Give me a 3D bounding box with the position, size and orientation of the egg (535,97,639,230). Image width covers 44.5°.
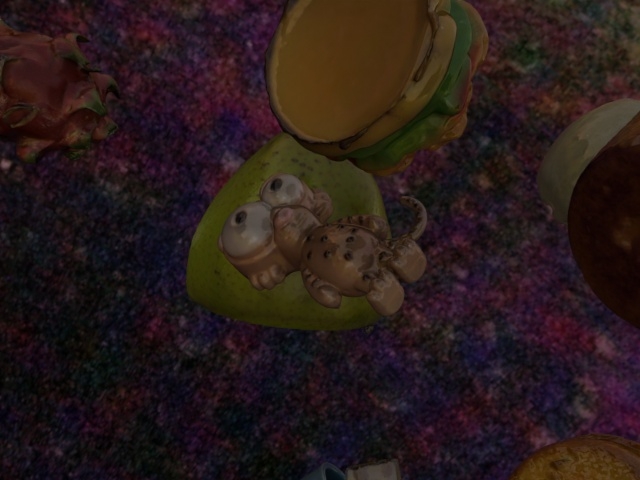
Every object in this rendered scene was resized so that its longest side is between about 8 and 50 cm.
[{"bbox_3d":[0.423,-0.103,1.102,0.183,0.217,0.183,38,28,-25],"label":"egg"}]

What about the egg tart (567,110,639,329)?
[{"bbox_3d":[0.274,-0.026,0.551,0.147,0.202,0.202,-23,62,-32],"label":"egg tart"}]

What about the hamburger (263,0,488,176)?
[{"bbox_3d":[0.067,-0.180,0.816,0.149,0.237,0.237,19,34,-47],"label":"hamburger"}]

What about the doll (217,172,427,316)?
[{"bbox_3d":[-0.001,0.002,0.930,0.278,0.154,0.119,12,-27,39],"label":"doll"}]

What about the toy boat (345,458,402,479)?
[{"bbox_3d":[0.063,0.297,0.843,0.016,0.063,0.115,39,39,-59],"label":"toy boat"}]

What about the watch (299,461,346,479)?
[{"bbox_3d":[0.028,0.471,1.288,0.211,0.211,0.193,-8,57,-48],"label":"watch"}]

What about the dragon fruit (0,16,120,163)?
[{"bbox_3d":[-0.321,-0.169,0.816,0.236,0.135,0.137,24,19,-31],"label":"dragon fruit"}]

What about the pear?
[{"bbox_3d":[-0.013,-0.027,1.231,0.343,0.317,0.239,3,6,-35],"label":"pear"}]

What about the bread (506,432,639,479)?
[{"bbox_3d":[0.400,0.437,1.295,0.179,0.340,0.194,48,14,32],"label":"bread"}]
